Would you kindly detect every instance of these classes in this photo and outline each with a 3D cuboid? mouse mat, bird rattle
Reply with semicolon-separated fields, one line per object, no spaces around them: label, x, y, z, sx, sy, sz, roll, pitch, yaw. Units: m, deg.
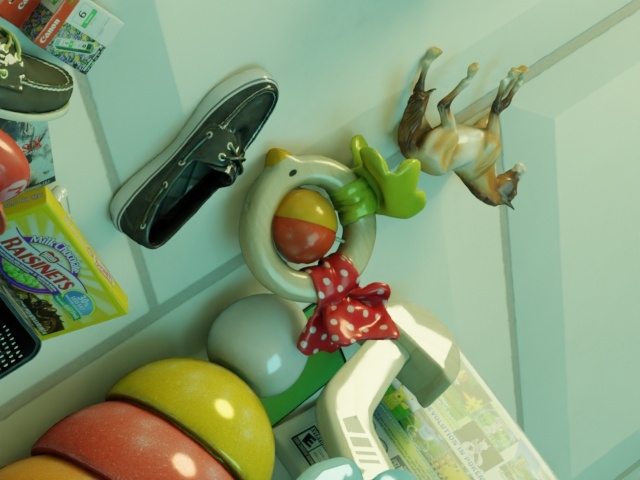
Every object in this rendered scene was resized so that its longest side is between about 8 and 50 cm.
mouse mat;-0.054;0.171;2.083;0.189;0.007;0.153;-37;141;-14
bird rattle;0.000;0.000;1.880;0.207;0.143;0.254;19;93;-25

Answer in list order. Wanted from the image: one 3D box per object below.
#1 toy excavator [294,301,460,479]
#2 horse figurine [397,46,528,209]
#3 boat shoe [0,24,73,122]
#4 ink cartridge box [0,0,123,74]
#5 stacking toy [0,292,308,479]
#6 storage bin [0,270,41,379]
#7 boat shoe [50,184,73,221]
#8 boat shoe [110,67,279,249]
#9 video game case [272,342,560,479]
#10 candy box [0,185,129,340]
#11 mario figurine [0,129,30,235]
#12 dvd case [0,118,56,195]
toy excavator;0.046;0.304;1.955;0.433;0.445;0.222;-13;157;-33
horse figurine;0.165;-0.131;1.991;0.263;0.066;0.174;3;114;-49
boat shoe;-0.306;-0.159;1.485;0.227;0.081;0.069;7;120;-45
ink cartridge box;-0.241;-0.205;1.553;0.063;0.029;0.115;-52;143;5
stacking toy;-0.168;0.252;1.868;0.480;0.350;0.351;-52;147;-26
storage bin;-0.375;0.094;1.610;0.180;0.084;0.122;-33;141;-5
boat shoe;-0.262;-0.017;1.691;0.035;0.035;0.100;-57;159;-35
boat shoe;-0.118;-0.080;1.744;0.228;0.076;0.080;-42;142;-8
video game case;0.142;0.312;2.145;0.300;0.329;0.036;-26;158;-27
candy box;-0.278;0.026;1.682;0.105;0.027;0.206;-19;142;8
mario figurine;-0.394;-0.005;1.449;0.320;0.198;0.170;-22;123;-25
dvd case;-0.298;-0.089;1.610;0.087;0.013;0.119;-26;139;-27
